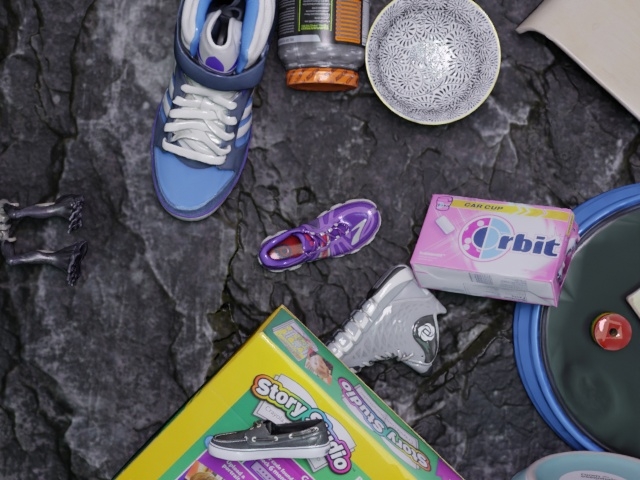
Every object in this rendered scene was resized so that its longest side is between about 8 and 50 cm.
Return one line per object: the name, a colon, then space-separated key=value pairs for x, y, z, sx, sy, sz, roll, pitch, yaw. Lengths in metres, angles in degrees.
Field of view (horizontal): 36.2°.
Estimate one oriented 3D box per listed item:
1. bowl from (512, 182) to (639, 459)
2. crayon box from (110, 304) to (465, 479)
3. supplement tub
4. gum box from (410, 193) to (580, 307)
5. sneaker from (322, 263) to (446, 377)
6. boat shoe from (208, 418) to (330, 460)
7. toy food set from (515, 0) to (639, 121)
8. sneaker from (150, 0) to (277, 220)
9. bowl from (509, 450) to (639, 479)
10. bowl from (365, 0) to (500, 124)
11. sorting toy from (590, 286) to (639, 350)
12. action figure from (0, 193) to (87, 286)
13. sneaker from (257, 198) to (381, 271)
bowl: x=0.448 y=0.117 z=1.262 sx=0.391 sy=0.077 sz=0.391 roll=0 pitch=91 yaw=0
crayon box: x=-0.030 y=0.318 z=1.215 sx=0.363 sy=0.106 sz=0.313 roll=44 pitch=109 yaw=-1
supplement tub: x=0.004 y=-0.288 z=1.235 sx=0.117 sy=0.117 sz=0.190 roll=2 pitch=92 yaw=0
gum box: x=0.219 y=0.011 z=1.212 sx=0.188 sy=0.062 sz=0.107 roll=8 pitch=59 yaw=24
sneaker: x=0.076 y=0.152 z=1.263 sx=0.132 sy=0.086 sz=0.228 roll=42 pitch=90 yaw=-3
boat shoe: x=-0.059 y=0.224 z=1.118 sx=0.142 sy=0.049 sz=0.040 roll=-2 pitch=100 yaw=7
toy food set: x=0.427 y=-0.238 z=1.241 sx=0.306 sy=0.092 sz=0.220 roll=44 pitch=78 yaw=5
sneaker: x=-0.140 y=-0.181 z=1.179 sx=0.130 sy=0.236 sz=0.322 roll=19 pitch=91 yaw=0
bowl: x=0.327 y=0.354 z=1.140 sx=0.312 sy=0.311 sz=0.163 roll=1 pitch=101 yaw=0
bowl: x=0.136 y=-0.229 z=1.251 sx=0.170 sy=0.080 sz=0.170 roll=0 pitch=92 yaw=-5
sorting toy: x=0.478 y=0.083 z=1.199 sx=0.274 sy=0.046 sz=0.132 roll=-35 pitch=91 yaw=1
action figure: x=-0.441 y=-0.022 z=1.237 sx=0.276 sy=0.141 sz=0.164 roll=7 pitch=103 yaw=-1
sneaker: x=0.000 y=0.000 z=1.266 sx=0.170 sy=0.071 sz=0.068 roll=-25 pitch=91 yaw=0
